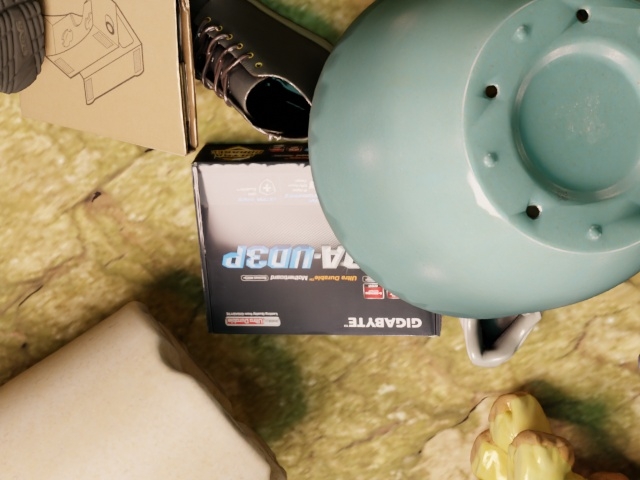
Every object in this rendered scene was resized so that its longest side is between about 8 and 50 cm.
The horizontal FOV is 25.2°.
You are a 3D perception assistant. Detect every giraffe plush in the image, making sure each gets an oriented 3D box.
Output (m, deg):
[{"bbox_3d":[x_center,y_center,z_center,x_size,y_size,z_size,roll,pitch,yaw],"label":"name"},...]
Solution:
[{"bbox_3d":[0.242,0.253,1.316,0.170,0.210,0.181,5,131,-13],"label":"giraffe plush"}]

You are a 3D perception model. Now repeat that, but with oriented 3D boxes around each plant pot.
[{"bbox_3d":[0.155,-0.081,1.074,0.293,0.235,0.293,0,90,-12],"label":"plant pot"},{"bbox_3d":[-0.210,0.233,1.293,0.305,0.334,0.334,-40,105,-4],"label":"plant pot"}]

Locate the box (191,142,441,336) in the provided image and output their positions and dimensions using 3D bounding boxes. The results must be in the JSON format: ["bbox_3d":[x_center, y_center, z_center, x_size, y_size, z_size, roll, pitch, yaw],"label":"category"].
[{"bbox_3d":[0.000,0.000,1.303,0.220,0.051,0.175,1,115,8],"label":"box"}]

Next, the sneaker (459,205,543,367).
[{"bbox_3d":[0.178,0.013,1.245,0.090,0.115,0.232,11,116,4],"label":"sneaker"}]

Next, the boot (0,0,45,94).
[{"bbox_3d":[-0.314,-0.251,1.208,0.161,0.083,0.247,21,117,26],"label":"boot"}]

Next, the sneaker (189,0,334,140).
[{"bbox_3d":[-0.086,-0.162,1.205,0.222,0.118,0.083,21,116,-1],"label":"sneaker"}]

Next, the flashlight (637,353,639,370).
[{"bbox_3d":[0.389,0.218,1.315,0.103,0.103,0.304,-21,108,15],"label":"flashlight"}]

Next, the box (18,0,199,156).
[{"bbox_3d":[-0.190,-0.169,1.224,0.201,0.021,0.164,15,119,34],"label":"box"}]
